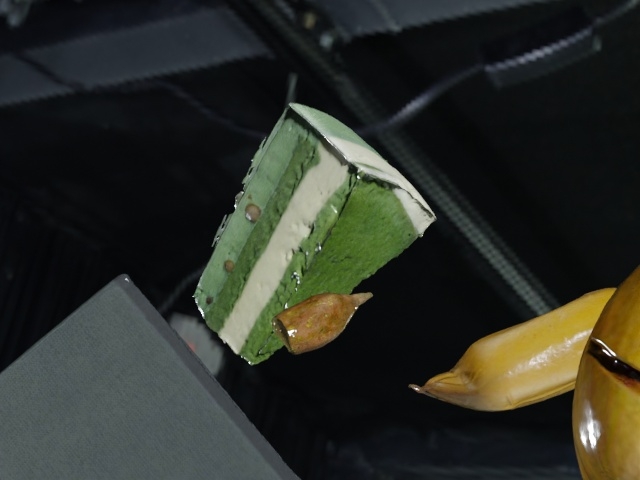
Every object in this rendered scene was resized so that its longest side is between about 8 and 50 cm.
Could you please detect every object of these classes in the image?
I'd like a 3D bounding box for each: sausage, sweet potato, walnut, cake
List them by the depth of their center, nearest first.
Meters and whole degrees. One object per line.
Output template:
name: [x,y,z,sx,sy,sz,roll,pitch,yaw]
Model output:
walnut: [0.343,0.110,1.310,0.209,0.336,0.209,15,-30,9]
sweet potato: [0.006,0.072,1.337,0.117,0.049,0.049,-24,-6,-33]
cake: [-0.004,0.004,1.651,0.172,0.158,0.283,6,-58,-47]
sausage: [0.277,0.158,1.865,0.328,0.112,0.112,-20,-29,-4]

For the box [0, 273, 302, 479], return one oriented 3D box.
box: [-0.128,0.235,1.236,0.345,0.204,0.251,48,-7,13]
